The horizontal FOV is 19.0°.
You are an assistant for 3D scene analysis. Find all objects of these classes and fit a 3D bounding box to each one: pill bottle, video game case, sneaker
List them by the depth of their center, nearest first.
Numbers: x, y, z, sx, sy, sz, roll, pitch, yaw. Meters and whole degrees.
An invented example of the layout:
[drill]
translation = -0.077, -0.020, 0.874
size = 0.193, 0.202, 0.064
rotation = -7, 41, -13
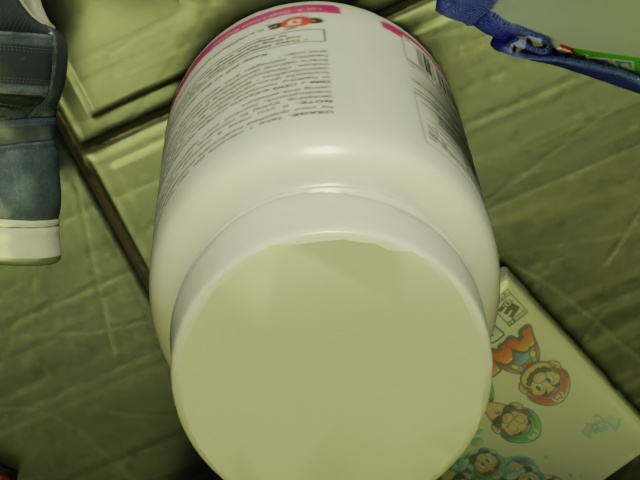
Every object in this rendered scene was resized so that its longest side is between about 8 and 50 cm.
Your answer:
[pill bottle]
translation = 0.000, 0.000, 0.913
size = 0.160, 0.283, 0.160
rotation = -1, 113, -1
[sneaker]
translation = -0.238, -0.078, 0.974
size = 0.226, 0.086, 0.163
rotation = 5, 98, 3
[video game case]
translation = 0.091, 0.111, 1.108
size = 0.157, 0.019, 0.143
rotation = -38, 109, 15

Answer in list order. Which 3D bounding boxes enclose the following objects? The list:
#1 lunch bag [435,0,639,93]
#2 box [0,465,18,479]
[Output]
[lunch bag]
translation = 0.257, -0.228, 0.853
size = 0.327, 0.239, 0.386
rotation = 16, 105, -11
[box]
translation = -0.271, 0.204, 1.127
size = 0.114, 0.036, 0.207
rotation = 24, 111, -12
